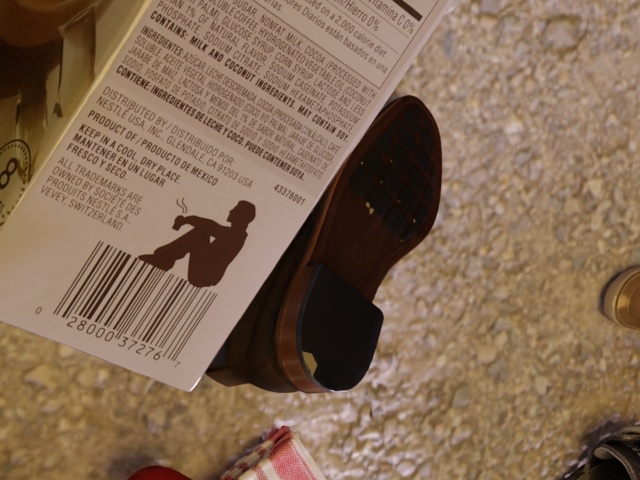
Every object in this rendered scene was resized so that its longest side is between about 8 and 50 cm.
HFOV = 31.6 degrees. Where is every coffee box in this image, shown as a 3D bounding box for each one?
[{"bbox_3d":[-0.047,-0.115,0.467,0.119,0.168,0.297,28,98,-39],"label":"coffee box"}]

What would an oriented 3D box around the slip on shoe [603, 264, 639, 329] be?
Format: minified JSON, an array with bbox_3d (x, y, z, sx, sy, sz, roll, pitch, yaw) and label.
[{"bbox_3d":[0.281,0.049,0.881,0.135,0.041,0.051,6,100,-30],"label":"slip on shoe"}]

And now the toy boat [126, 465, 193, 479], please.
[{"bbox_3d":[-0.062,0.291,0.654,0.267,0.148,0.318,-13,112,-33],"label":"toy boat"}]

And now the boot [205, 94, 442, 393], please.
[{"bbox_3d":[0.000,0.000,0.701,0.082,0.106,0.219,46,51,-26],"label":"boot"}]

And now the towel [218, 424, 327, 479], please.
[{"bbox_3d":[-0.067,0.230,0.745,0.197,0.029,0.144,-36,120,-16],"label":"towel"}]

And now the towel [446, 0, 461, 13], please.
[{"bbox_3d":[-0.057,-0.253,0.544,0.320,0.090,0.375,-23,126,-23],"label":"towel"}]

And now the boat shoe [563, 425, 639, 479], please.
[{"bbox_3d":[0.250,0.193,0.872,0.301,0.108,0.102,-31,118,-11],"label":"boat shoe"}]
